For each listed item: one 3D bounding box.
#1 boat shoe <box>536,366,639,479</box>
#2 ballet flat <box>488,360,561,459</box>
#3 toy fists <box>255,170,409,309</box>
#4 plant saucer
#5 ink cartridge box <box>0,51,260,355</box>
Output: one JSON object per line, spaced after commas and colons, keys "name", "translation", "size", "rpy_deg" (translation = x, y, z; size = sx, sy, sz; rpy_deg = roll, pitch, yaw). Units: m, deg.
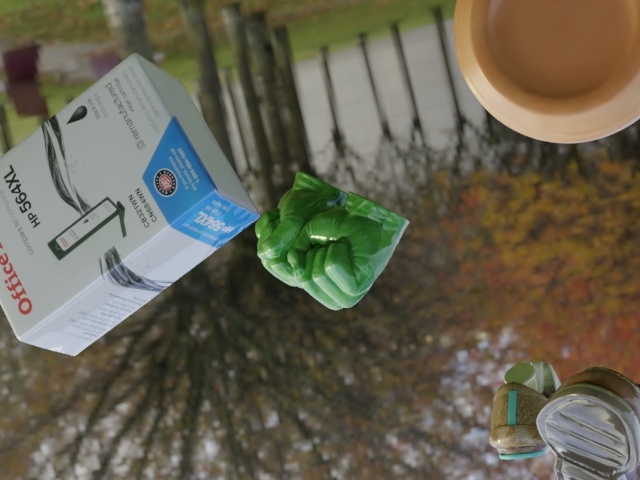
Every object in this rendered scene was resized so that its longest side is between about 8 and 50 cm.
{"name": "boat shoe", "translation": [0.297, 0.188, 1.520], "size": [0.111, 0.104, 0.307], "rpy_deg": [27, 159, 19]}
{"name": "ballet flat", "translation": [0.295, 0.232, 2.056], "size": [0.116, 0.124, 0.342], "rpy_deg": [-7, 175, 17]}
{"name": "toy fists", "translation": [0.000, 0.000, 1.863], "size": [0.096, 0.142, 0.279], "rpy_deg": [27, 179, -29]}
{"name": "plant saucer", "translation": [0.205, -0.181, 1.229], "size": [0.200, 0.199, 0.037], "rpy_deg": [-12, 179, 22]}
{"name": "ink cartridge box", "translation": [-0.175, -0.026, 1.168], "size": [0.203, 0.148, 0.086], "rpy_deg": [-37, 157, 11]}
